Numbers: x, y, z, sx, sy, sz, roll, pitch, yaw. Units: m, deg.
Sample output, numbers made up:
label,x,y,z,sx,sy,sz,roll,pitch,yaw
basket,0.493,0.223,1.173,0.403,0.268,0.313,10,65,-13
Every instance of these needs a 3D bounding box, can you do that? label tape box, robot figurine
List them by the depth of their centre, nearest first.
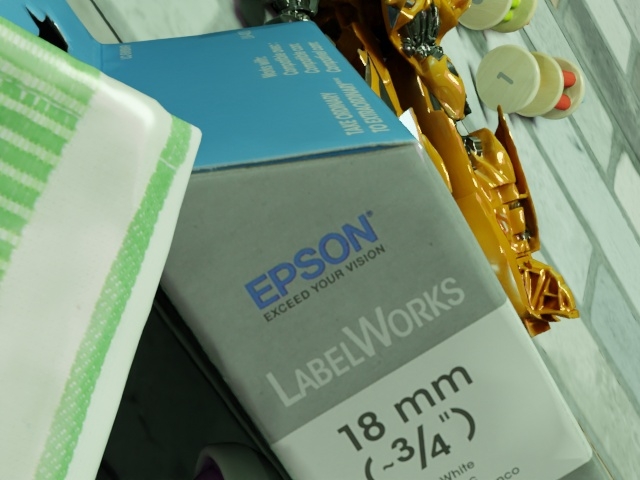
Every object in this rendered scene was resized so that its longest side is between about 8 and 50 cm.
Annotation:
label,x,y,z,sx,sy,sz,roll,pitch,yaw
label tape box,0.000,0.000,0.552,0.333,0.106,0.240,58,3,-21
robot figurine,0.060,-0.069,0.805,0.211,0.085,0.291,-13,83,-61

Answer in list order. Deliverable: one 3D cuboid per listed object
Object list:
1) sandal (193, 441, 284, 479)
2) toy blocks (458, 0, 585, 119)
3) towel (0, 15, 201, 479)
label,x,y,z,sx,sy,sz,roll,pitch,yaw
sandal,-0.033,0.260,0.426,0.102,0.169,0.416,-1,60,-15
toy blocks,0.169,-0.159,1.067,0.148,0.054,0.123,-4,76,-59
towel,-0.188,0.009,0.273,0.325,0.038,0.248,28,68,-33
